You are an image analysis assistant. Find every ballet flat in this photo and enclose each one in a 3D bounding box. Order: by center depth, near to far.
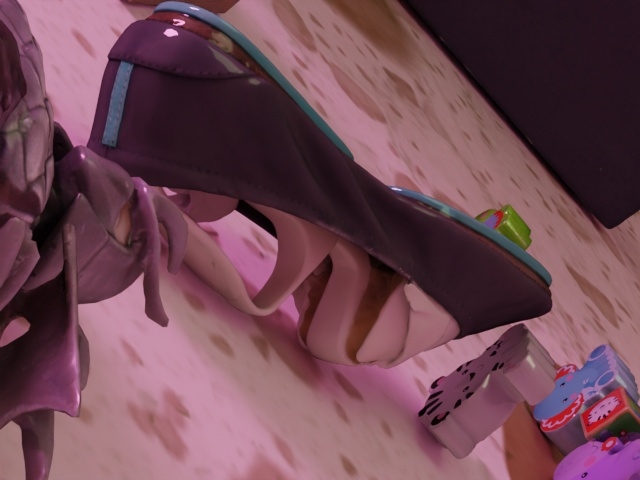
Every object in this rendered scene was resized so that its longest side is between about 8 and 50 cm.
[{"bbox_3d":[0.000,0.000,0.579,0.203,0.074,0.074,35,23,-40],"label":"ballet flat"}]

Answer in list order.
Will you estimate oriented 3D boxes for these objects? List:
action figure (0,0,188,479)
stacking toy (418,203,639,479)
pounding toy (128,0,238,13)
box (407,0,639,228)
[{"bbox_3d":[-0.115,-0.060,0.348,0.285,0.099,0.185,42,10,-41],"label":"action figure"},{"bbox_3d":[0.112,0.084,0.729,0.167,0.052,0.221,49,15,-12],"label":"stacking toy"},{"bbox_3d":[-0.066,-0.180,0.713,0.141,0.100,0.130,53,16,6],"label":"pounding toy"},{"bbox_3d":[0.157,-0.232,1.276,0.343,0.179,0.312,47,16,-14],"label":"box"}]
